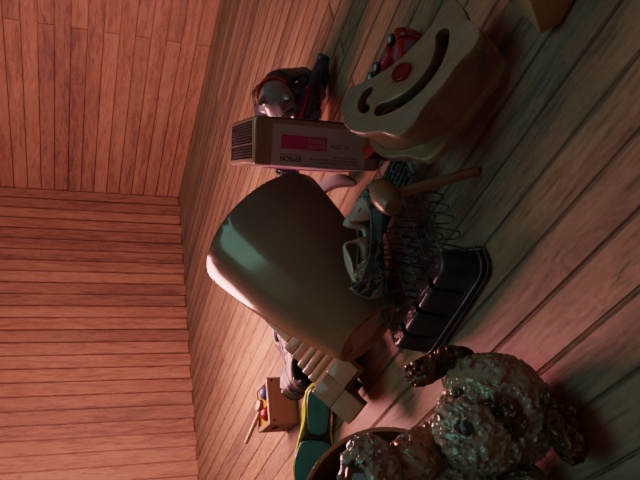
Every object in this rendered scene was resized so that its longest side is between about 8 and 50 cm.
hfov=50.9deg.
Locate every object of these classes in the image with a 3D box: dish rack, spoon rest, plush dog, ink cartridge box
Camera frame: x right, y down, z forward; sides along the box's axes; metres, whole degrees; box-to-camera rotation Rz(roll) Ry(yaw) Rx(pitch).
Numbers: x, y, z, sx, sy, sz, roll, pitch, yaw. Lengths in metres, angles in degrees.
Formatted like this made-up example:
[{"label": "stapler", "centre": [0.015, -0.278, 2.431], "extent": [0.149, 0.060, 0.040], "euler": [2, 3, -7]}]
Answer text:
[{"label": "dish rack", "centre": [0.137, 0.010, 1.003], "extent": [0.271, 0.074, 0.208], "euler": [-104, 27, -42]}, {"label": "spoon rest", "centre": [0.000, 0.000, 1.362], "extent": [0.137, 0.084, 0.276], "euler": [-128, 45, -61]}, {"label": "plush dog", "centre": [0.183, 0.237, 0.751], "extent": [0.262, 0.211, 0.225], "euler": [22, 95, 40]}, {"label": "ink cartridge box", "centre": [-0.035, -0.175, 1.256], "extent": [0.193, 0.235, 0.088], "euler": [-162, 75, -70]}]

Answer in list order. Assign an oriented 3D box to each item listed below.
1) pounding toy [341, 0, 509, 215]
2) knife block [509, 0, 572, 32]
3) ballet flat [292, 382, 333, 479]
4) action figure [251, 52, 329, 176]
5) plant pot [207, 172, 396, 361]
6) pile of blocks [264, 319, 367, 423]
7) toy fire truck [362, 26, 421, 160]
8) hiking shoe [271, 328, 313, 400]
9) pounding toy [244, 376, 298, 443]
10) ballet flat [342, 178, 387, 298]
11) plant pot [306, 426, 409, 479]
[{"label": "pounding toy", "centre": [0.140, -0.167, 0.907], "extent": [0.269, 0.155, 0.154], "euler": [-52, 40, 7]}, {"label": "knife block", "centre": [0.181, -0.365, 0.665], "extent": [0.088, 0.242, 0.275], "euler": [-107, 27, -44]}, {"label": "ballet flat", "centre": [-0.010, 0.395, 1.380], "extent": [0.077, 0.077, 0.230], "euler": [-72, -10, -84]}, {"label": "action figure", "centre": [-0.101, -0.242, 1.484], "extent": [0.330, 0.179, 0.341], "euler": [104, -177, -80]}, {"label": "plant pot", "centre": [-0.011, 0.068, 1.146], "extent": [0.274, 0.257, 0.256], "euler": [44, 135, 28]}, {"label": "pile of blocks", "centre": [0.021, 0.200, 1.272], "extent": [0.112, 0.149, 0.362], "euler": [-53, 35, 5]}, {"label": "toy fire truck", "centre": [0.118, -0.237, 1.112], "extent": [0.192, 0.047, 0.135], "euler": [122, 145, -52]}, {"label": "hiking shoe", "centre": [-0.044, 0.232, 1.487], "extent": [0.114, 0.086, 0.226], "euler": [-33, 61, 50]}, {"label": "pounding toy", "centre": [-0.124, 0.413, 1.632], "extent": [0.141, 0.100, 0.130], "euler": [126, 142, -57]}, {"label": "ballet flat", "centre": [0.065, -0.007, 1.007], "extent": [0.070, 0.070, 0.188], "euler": [137, 135, -63]}, {"label": "plant pot", "centre": [0.075, 0.409, 0.940], "extent": [0.254, 0.237, 0.237], "euler": [103, 161, -61]}]
